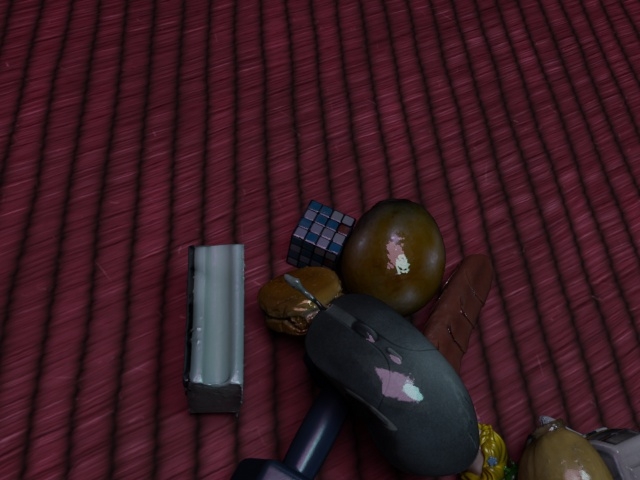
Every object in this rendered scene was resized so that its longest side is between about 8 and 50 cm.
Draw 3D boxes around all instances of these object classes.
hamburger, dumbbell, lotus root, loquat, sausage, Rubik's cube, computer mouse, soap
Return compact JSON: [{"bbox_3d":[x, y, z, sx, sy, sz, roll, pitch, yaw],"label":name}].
[{"bbox_3d":[-0.029,0.099,1.140,0.138,0.083,0.147,-25,22,-35],"label":"hamburger"},{"bbox_3d":[-0.002,0.284,1.014,0.143,0.156,0.316,44,55,-17],"label":"dumbbell"},{"bbox_3d":[0.360,0.406,0.946,0.130,0.146,0.303,3,70,-51],"label":"lotus root"},{"bbox_3d":[0.132,0.030,1.192,0.179,0.179,0.227,23,60,6],"label":"loquat"},{"bbox_3d":[0.212,0.164,1.141,0.088,0.088,0.433,26,46,8],"label":"sausage"},{"bbox_3d":[0.000,0.000,1.233,0.092,0.092,0.092,24,56,6],"label":"Rubik's cube"},{"bbox_3d":[0.084,0.171,0.967,0.379,0.090,0.167,43,57,10],"label":"computer mouse"},{"bbox_3d":[-0.164,0.139,1.077,0.094,0.150,0.261,-1,57,-6],"label":"soap"}]

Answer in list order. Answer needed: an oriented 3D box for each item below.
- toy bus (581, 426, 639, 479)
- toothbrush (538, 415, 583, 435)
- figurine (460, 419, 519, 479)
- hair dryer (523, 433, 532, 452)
[{"bbox_3d":[0.473,0.416,1.006,0.092,0.106,0.268,-12,77,-25],"label":"toy bus"},{"bbox_3d":[0.478,0.346,1.094,0.286,0.020,0.025,24,30,-8],"label":"toothbrush"},{"bbox_3d":[0.254,0.326,1.065,0.156,0.095,0.115,23,34,27],"label":"figurine"},{"bbox_3d":[0.407,0.406,1.071,0.199,0.067,0.167,20,64,-14],"label":"hair dryer"}]
